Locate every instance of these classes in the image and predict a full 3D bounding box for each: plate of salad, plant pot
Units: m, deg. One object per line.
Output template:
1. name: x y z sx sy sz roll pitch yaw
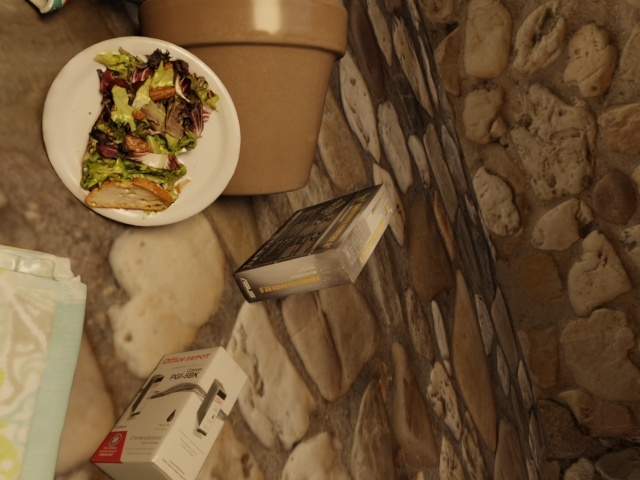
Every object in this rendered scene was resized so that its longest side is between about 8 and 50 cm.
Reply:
1. plate of salad: -0.184 -0.110 0.497 0.199 0.200 0.048 61 -7 -23
2. plant pot: -0.092 -0.183 0.631 0.263 0.263 0.229 -27 118 -59

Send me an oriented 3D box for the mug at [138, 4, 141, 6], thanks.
1. mug: -0.199 -0.394 0.652 0.129 0.097 0.157 45 43 -40

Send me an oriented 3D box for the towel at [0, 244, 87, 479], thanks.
1. towel: -0.319 0.147 0.252 0.320 0.090 0.374 27 56 -48

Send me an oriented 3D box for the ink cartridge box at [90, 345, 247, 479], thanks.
1. ink cartridge box: -0.152 0.182 0.490 0.056 0.099 0.135 58 34 -25

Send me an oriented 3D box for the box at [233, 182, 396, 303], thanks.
1. box: 0.000 0.000 0.732 0.056 0.183 0.231 65 32 -18

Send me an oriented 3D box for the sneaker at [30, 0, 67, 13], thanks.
1. sneaker: -0.318 -0.300 0.459 0.161 0.057 0.075 46 36 -44

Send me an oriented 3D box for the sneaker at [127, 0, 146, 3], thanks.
1. sneaker: -0.197 -0.442 0.481 0.139 0.125 0.340 -104 -168 -83
